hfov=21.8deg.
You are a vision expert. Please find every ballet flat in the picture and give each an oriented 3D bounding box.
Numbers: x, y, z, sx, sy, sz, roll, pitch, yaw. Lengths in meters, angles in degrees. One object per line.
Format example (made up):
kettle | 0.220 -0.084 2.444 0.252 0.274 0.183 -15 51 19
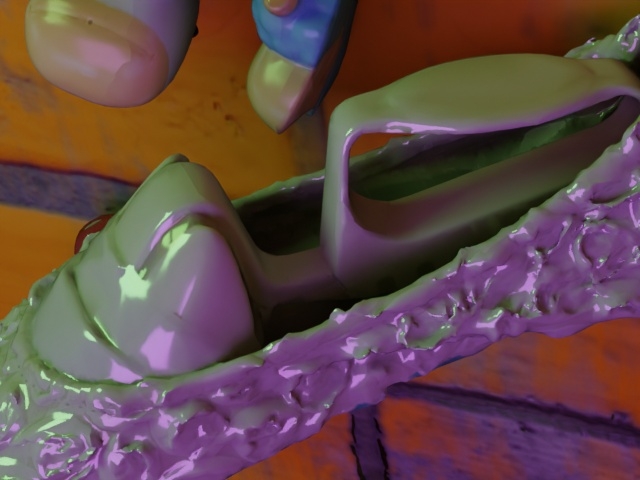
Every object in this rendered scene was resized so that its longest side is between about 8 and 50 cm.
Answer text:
ballet flat | 0.000 0.000 0.727 0.409 0.147 0.147 -21 127 0

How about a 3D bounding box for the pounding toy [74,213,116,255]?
pounding toy | -0.079 0.037 0.923 0.183 0.110 0.237 -1 178 -9

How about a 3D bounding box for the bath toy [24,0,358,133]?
bath toy | -0.148 -0.165 0.760 0.348 0.151 0.129 24 179 5
